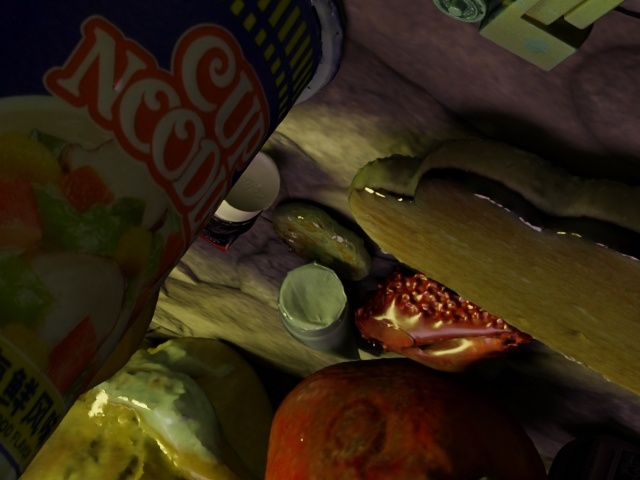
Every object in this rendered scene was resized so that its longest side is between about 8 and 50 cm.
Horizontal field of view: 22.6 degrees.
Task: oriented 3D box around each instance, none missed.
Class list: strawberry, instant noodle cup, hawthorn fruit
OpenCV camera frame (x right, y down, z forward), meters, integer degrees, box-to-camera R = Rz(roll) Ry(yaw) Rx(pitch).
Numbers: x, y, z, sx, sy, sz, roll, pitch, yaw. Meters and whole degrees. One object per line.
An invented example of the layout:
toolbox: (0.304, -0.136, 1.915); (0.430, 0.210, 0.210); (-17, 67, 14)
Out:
strawberry: (0.087, 0.063, 1.123); (0.104, 0.048, 0.152); (38, 158, -32)
instant noodle cup: (-0.177, -0.039, 0.848); (0.284, 0.312, 0.284); (23, 157, 11)
hawthorn fruit: (0.067, 0.191, 1.165); (0.224, 0.224, 0.261); (33, 169, -14)

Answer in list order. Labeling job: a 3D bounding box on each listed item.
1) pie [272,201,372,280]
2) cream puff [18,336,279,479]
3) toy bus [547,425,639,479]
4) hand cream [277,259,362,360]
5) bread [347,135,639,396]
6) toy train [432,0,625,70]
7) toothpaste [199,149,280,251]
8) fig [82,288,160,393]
pie: (0.000, 0.000, 1.118); (0.085, 0.017, 0.085); (25, 158, 11)
cream puff: (-0.134, 0.260, 1.435); (0.276, 0.378, 0.378); (8, 158, -7)
toy bus: (0.259, 0.212, 1.208); (0.178, 0.087, 0.098); (24, 155, -1)
hand cream: (-0.003, 0.059, 1.196); (0.078, 0.050, 0.205); (28, 171, 7)
bread: (0.158, 0.017, 0.932); (0.286, 0.056, 0.207); (30, 160, -7)
toy train: (0.100, -0.121, 0.714); (0.081, 0.050, 0.122); (28, 157, -14)
toothpaste: (-0.073, -0.023, 1.123); (0.071, 0.045, 0.193); (32, 163, -11)
fig: (-0.228, 0.004, 1.130); (0.207, 0.207, 0.230); (0, 139, 48)
